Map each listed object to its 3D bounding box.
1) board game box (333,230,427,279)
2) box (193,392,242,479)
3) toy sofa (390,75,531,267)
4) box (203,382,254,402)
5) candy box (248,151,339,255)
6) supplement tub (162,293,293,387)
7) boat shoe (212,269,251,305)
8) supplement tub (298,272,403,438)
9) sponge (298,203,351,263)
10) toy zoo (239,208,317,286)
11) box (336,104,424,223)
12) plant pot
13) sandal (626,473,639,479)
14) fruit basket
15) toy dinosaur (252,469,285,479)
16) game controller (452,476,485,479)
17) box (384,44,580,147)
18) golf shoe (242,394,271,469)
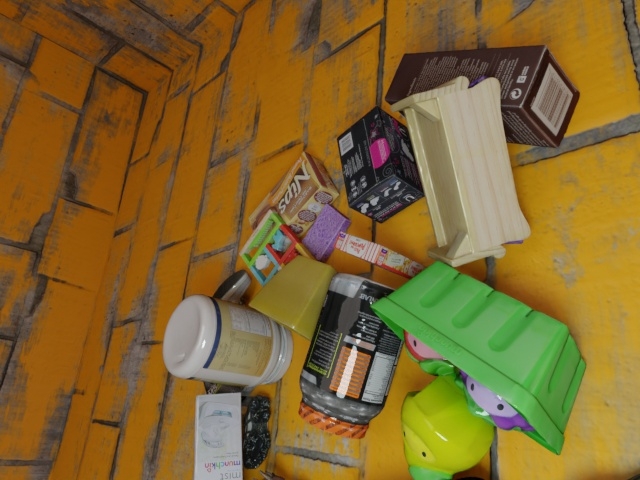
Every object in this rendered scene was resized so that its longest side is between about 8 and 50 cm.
[{"bbox_3d":[0.148,0.042,1.168,0.146,0.193,0.045,21,88,51],"label":"board game box"},{"bbox_3d":[-0.279,0.571,1.344,0.262,0.126,0.231,105,161,-55],"label":"box"},{"bbox_3d":[0.285,-0.141,1.012,0.150,0.177,0.363,-144,37,-79],"label":"toy sofa"},{"bbox_3d":[-0.299,0.455,1.582,0.191,0.045,0.184,-50,45,18],"label":"box"},{"bbox_3d":[-0.095,-0.109,1.590,0.316,0.087,0.183,-46,45,23],"label":"candy box"},{"bbox_3d":[-0.257,0.294,1.398,0.228,0.316,0.229,-23,56,39],"label":"supplement tub"},{"bbox_3d":[-0.332,0.241,1.693,0.321,0.103,0.118,-54,22,6],"label":"boat shoe"},{"bbox_3d":[0.077,0.259,1.133,0.207,0.207,0.338,12,81,50],"label":"supplement tub"},{"bbox_3d":[0.000,0.000,1.478,0.210,0.031,0.117,-58,41,11],"label":"sponge"},{"bbox_3d":[-0.120,0.071,1.492,0.293,0.030,0.192,49,113,29],"label":"toy zoo"},{"bbox_3d":[0.157,-0.199,1.314,0.163,0.142,0.248,-34,49,35],"label":"box"},{"bbox_3d":[-0.021,0.162,1.305,0.212,0.212,0.187,16,71,50],"label":"plant pot"},{"bbox_3d":[0.482,0.394,0.743,0.219,0.060,0.090,-37,52,11],"label":"sandal"},{"bbox_3d":[0.249,0.276,0.916,0.391,0.283,0.392,-23,43,24],"label":"fruit basket"},{"bbox_3d":[-0.170,0.678,1.200,0.127,0.295,0.200,44,149,24],"label":"toy dinosaur"},{"bbox_3d":[0.198,0.545,0.901,0.319,0.067,0.167,-29,79,22],"label":"game controller"},{"bbox_3d":[0.355,-0.327,1.121,0.381,0.191,0.143,21,88,49],"label":"box"},{"bbox_3d":[-0.185,0.546,1.405,0.094,0.077,0.198,155,127,-66],"label":"golf shoe"}]
